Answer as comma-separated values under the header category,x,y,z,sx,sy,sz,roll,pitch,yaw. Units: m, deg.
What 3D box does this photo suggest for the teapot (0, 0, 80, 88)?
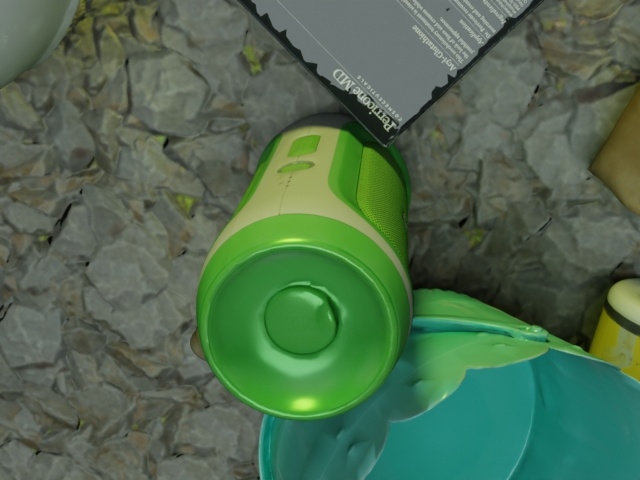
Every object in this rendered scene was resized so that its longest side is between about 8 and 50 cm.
category,x,y,z,sx,sy,sz,roll,pitch,yaw
teapot,-0.228,-0.193,0.612,0.187,0.256,0.252,1,115,-42

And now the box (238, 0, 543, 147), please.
category,x,y,z,sx,sy,sz,roll,pitch,yaw
box,0.020,-0.225,0.666,0.184,0.103,0.261,-43,102,15

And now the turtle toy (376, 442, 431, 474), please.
category,x,y,z,sx,sy,sz,roll,pitch,yaw
turtle toy,0.058,0.187,0.830,0.130,0.066,0.095,-39,119,14

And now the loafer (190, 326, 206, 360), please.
category,x,y,z,sx,sy,sz,roll,pitch,yaw
loafer,-0.036,0.092,0.810,0.148,0.056,0.050,16,117,-1

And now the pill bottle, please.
category,x,y,z,sx,sy,sz,roll,pitch,yaw
pill bottle,0.259,0.131,0.774,0.103,0.103,0.184,11,110,1

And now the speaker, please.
category,x,y,z,sx,sy,sz,roll,pitch,yaw
speaker,0.000,0.000,0.645,0.131,0.296,0.131,2,110,4

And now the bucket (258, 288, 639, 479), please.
category,x,y,z,sx,sy,sz,roll,pitch,yaw
bucket,0.096,0.175,0.698,0.281,0.183,0.281,-5,107,-18

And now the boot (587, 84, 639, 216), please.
category,x,y,z,sx,sy,sz,roll,pitch,yaw
boot,0.250,-0.142,0.657,0.236,0.089,0.269,26,131,10
